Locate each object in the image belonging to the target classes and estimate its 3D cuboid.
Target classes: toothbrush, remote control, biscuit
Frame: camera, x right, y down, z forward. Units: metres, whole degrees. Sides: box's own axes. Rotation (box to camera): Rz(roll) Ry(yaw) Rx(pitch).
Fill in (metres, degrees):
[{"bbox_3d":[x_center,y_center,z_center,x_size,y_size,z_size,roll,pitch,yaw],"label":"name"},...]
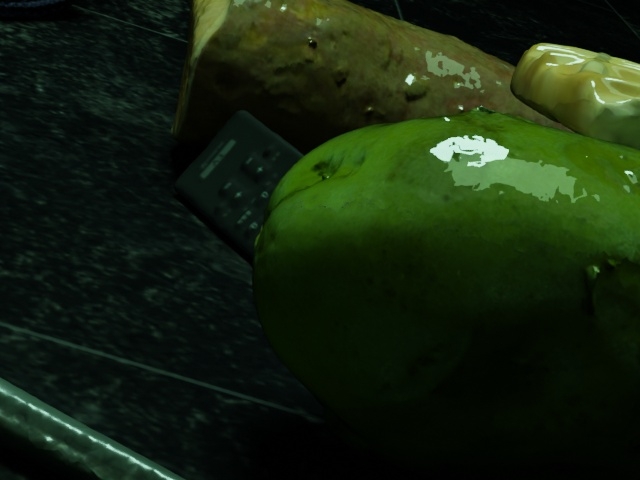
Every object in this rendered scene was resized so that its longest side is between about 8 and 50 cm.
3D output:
[{"bbox_3d":[-0.030,0.101,0.659,0.297,0.030,0.030,24,-9,21],"label":"toothbrush"},{"bbox_3d":[0.000,0.000,0.968,0.025,0.063,0.245,36,3,-40],"label":"remote control"},{"bbox_3d":[0.219,-0.042,0.920,0.309,0.040,0.204,18,10,-24],"label":"biscuit"}]

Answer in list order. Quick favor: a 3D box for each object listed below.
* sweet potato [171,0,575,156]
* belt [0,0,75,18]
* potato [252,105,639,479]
[{"bbox_3d":[0.063,-0.069,1.159,0.336,0.131,0.131,19,15,-22],"label":"sweet potato"},{"bbox_3d":[-0.245,-0.238,1.308,0.126,0.139,0.230,26,12,24],"label":"belt"},{"bbox_3d":[0.089,0.026,0.772,0.253,0.186,0.148,22,56,-39],"label":"potato"}]
